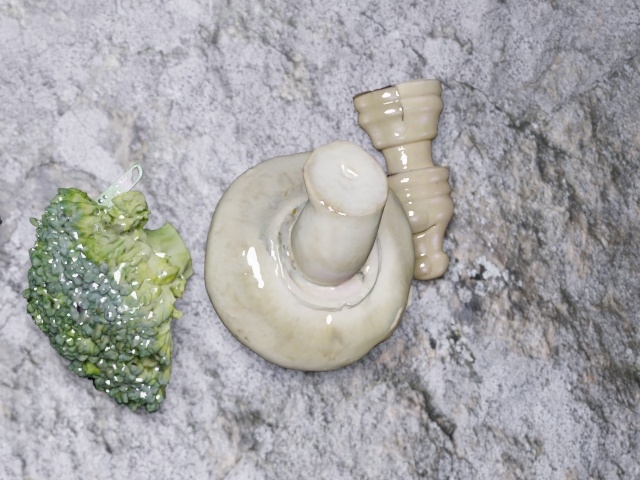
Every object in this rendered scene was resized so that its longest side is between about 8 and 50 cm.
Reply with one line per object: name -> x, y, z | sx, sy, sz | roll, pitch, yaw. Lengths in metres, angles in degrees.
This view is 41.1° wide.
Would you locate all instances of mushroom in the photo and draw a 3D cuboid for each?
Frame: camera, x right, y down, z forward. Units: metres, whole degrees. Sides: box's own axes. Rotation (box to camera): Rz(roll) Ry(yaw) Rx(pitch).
mushroom -> -0.022, 0.001, 1.193 | 0.315, 0.315, 0.356 | -36, 129, -22

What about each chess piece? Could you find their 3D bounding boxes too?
chess piece -> 0.151, -0.091, 1.352 | 0.139, 0.124, 0.307 | -10, 88, -55

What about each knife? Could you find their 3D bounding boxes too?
knife -> -0.321, -0.036, 1.205 | 0.030, 0.014, 0.207 | 43, 68, -10

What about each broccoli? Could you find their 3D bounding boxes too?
broccoli -> -0.246, 0.064, 1.123 | 0.248, 0.288, 0.245 | 31, 48, 25

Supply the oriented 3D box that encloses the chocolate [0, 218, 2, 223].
chocolate -> -0.533, 0.062, 1.055 | 0.112, 0.112, 0.321 | 40, 71, -8
